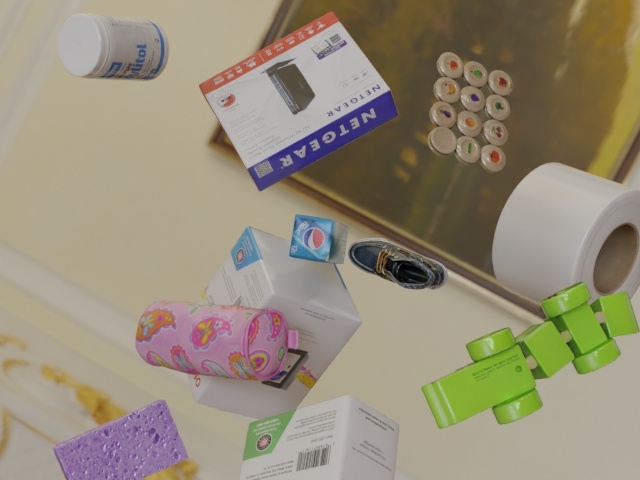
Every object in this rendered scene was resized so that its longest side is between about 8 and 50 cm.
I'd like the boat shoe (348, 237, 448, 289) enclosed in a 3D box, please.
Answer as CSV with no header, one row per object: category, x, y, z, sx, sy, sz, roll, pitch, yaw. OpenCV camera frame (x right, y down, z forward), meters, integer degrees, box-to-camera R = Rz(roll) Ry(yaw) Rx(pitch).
boat shoe,0.119,0.037,1.927,0.083,0.183,0.065,1,-77,-64

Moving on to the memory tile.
memory tile,0.191,-0.163,1.455,0.012,0.113,0.148,143,140,-60

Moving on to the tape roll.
tape roll,0.434,0.005,1.959,0.246,0.169,0.246,-21,-58,-38

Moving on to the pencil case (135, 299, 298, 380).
pencil case,-0.175,0.162,1.888,0.124,0.284,0.124,0,-91,-50

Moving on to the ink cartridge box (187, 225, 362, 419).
ink cartridge box,-0.099,0.157,2.070,0.270,0.197,0.198,-54,35,24

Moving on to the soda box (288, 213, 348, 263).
soda box,0.000,0.000,1.936,0.210,0.067,0.071,15,-96,-82

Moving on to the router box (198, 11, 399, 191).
router box,-0.049,-0.298,2.416,0.335,0.301,0.082,-30,-40,-3

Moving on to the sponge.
sponge,-0.349,0.372,2.017,0.210,0.117,0.031,-22,3,-23

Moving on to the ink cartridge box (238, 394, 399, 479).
ink cartridge box,-0.015,0.372,1.550,0.201,0.117,0.278,-23,45,39

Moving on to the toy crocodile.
toy crocodile,0.285,0.152,1.534,0.341,0.115,0.105,-27,-3,-19

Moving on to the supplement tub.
supplement tub,-0.225,-0.211,1.260,0.107,0.071,0.071,-9,-52,-53
